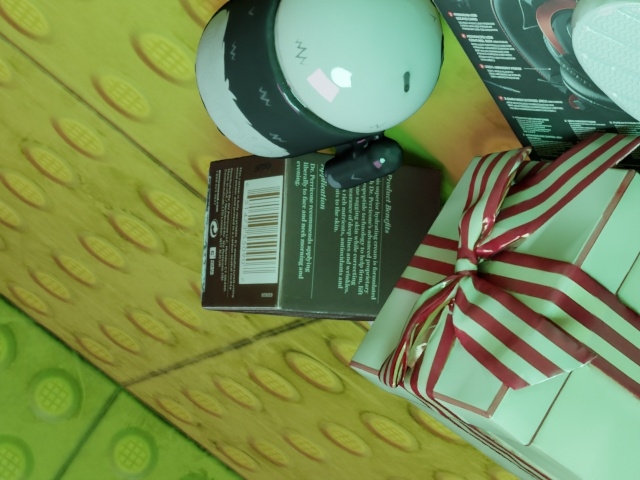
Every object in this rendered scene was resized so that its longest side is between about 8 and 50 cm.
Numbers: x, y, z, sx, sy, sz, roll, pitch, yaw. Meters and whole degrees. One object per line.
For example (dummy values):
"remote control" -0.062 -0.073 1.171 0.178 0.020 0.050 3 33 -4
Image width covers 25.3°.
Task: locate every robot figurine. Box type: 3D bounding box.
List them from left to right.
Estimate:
"robot figurine" -0.005 -0.170 1.337 0.209 0.173 0.278 32 158 -25

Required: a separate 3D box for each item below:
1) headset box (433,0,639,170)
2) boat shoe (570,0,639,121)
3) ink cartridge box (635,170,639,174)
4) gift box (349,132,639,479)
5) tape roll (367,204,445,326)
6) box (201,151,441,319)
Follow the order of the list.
"headset box" 0.213 -0.188 1.105 0.218 0.110 0.293 7 145 45
"boat shoe" 0.322 -0.127 0.981 0.335 0.119 0.121 17 151 -18
"ink cartridge box" 0.283 -0.002 1.394 0.193 0.088 0.234 36 155 -3
"gift box" 0.210 0.069 1.176 0.258 0.255 0.276 36 164 -24
"tape roll" 0.219 0.107 1.694 0.392 0.072 0.392 27 156 13
"box" 0.000 0.000 1.539 0.203 0.168 0.167 7 174 -33
